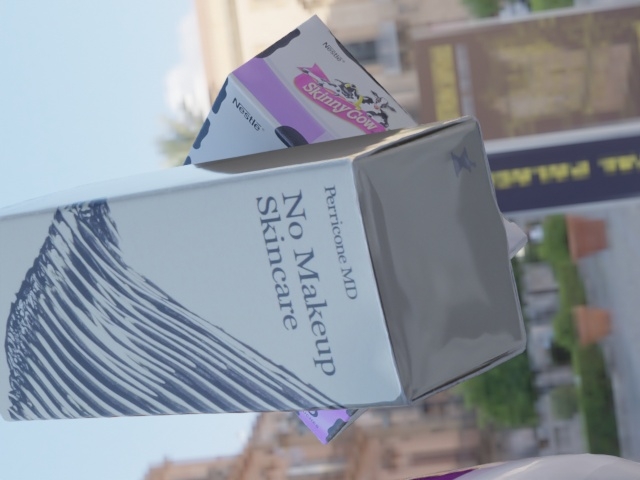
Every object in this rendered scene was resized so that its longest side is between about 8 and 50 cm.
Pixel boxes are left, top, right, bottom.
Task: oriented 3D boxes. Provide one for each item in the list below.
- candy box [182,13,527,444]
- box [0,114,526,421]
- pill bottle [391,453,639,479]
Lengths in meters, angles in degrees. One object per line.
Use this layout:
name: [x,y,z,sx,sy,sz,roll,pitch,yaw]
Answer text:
candy box: [0.000,0.000,0.936,0.165,0.070,0.196,47,148,8]
box: [-0.047,0.019,0.802,0.094,0.275,0.113,-20,-82,-47]
pill bottle: [0.030,0.171,0.619,0.301,0.169,0.169,152,115,-64]
